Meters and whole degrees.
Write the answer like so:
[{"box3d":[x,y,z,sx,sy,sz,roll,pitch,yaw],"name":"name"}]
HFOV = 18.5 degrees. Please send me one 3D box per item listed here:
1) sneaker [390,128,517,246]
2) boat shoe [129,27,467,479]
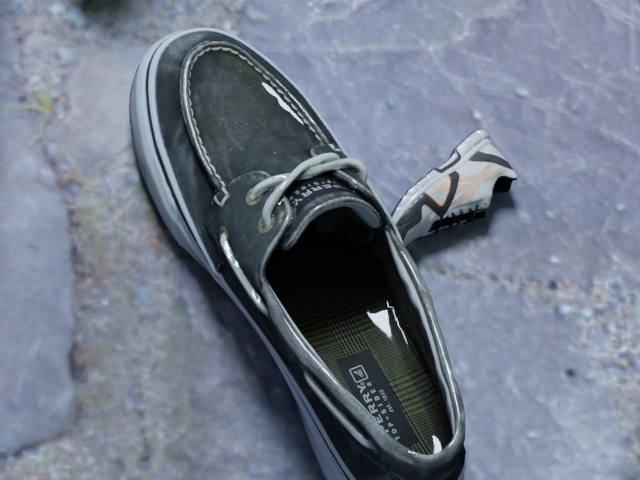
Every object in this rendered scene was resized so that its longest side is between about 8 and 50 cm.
[{"box3d":[0.080,-0.025,1.217,0.044,0.040,0.109,45,64,7],"name":"sneaker"},{"box3d":[0.000,0.000,1.140,0.121,0.119,0.335,-25,73,-23],"name":"boat shoe"}]
